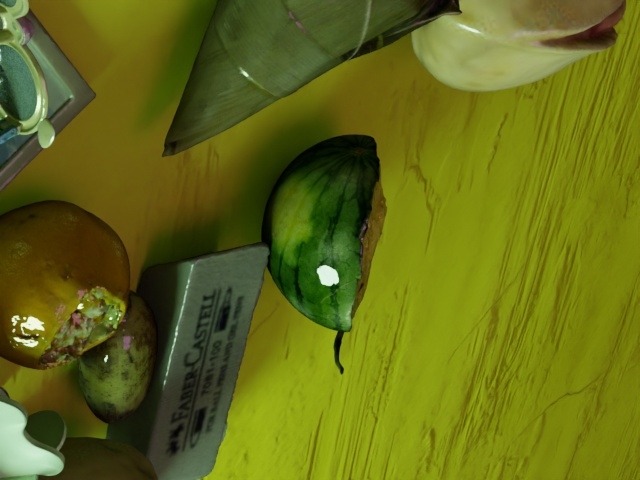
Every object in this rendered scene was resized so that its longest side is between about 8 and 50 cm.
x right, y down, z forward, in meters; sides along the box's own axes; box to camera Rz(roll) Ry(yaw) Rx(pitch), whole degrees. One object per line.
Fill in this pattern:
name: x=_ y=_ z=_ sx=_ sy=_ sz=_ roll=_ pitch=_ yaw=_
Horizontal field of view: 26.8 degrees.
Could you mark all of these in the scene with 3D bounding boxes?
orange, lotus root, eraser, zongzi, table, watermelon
orange: x=-0.240 y=0.041 z=1.188 sx=0.155 sy=0.134 sz=0.154 roll=-23 pitch=128 yaw=-33
lotus root: x=-0.202 y=0.111 z=1.331 sx=0.081 sy=0.089 sz=0.179 roll=-5 pitch=135 yaw=-13
eraser: x=-0.150 y=0.145 z=1.433 sx=0.111 sy=0.077 sz=0.352 roll=-14 pitch=129 yaw=-46
zongzi: x=-0.051 y=-0.249 z=1.176 sx=0.317 sy=0.154 sz=0.289 roll=-36 pitch=134 yaw=-14
table: x=-0.330 y=0.157 z=1.162 sx=0.166 sy=0.166 sz=0.198 roll=-44 pitch=138 yaw=-17
watermelon: x=0.001 y=-0.007 z=1.424 sx=0.232 sy=0.127 sz=0.204 roll=98 pitch=-1 yaw=-51

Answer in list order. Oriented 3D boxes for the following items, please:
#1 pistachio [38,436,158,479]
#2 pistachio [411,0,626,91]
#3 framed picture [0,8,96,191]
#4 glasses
pistachio: x=-0.292 y=0.293 z=1.312 sx=0.293 sy=0.181 sz=0.162 roll=-20 pitch=169 yaw=-29
pistachio: x=0.209 y=-0.263 z=1.399 sx=0.309 sy=0.230 sz=0.229 roll=-20 pitch=133 yaw=-46
framed picture: x=-0.335 y=-0.128 z=1.028 sx=0.247 sy=0.022 sz=0.335 roll=-48 pitch=145 yaw=-12
glasses: x=-0.320 y=-0.133 z=0.990 sx=0.221 sy=0.088 sz=0.189 roll=-18 pitch=135 yaw=-16
